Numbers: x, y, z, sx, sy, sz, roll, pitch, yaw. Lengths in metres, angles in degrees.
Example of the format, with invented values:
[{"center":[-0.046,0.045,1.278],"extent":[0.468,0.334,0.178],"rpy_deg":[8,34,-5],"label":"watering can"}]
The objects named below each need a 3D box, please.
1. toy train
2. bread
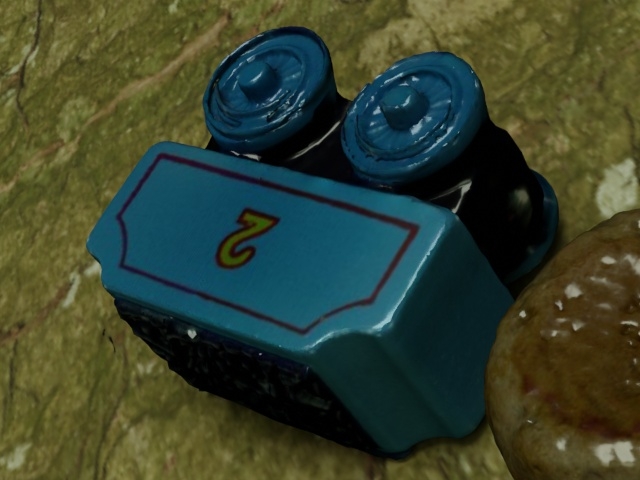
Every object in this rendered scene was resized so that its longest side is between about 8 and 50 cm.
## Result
[{"center":[0.000,0.000,1.067],"extent":[0.300,0.188,0.265],"rpy_deg":[15,66,40],"label":"toy train"},{"center":[0.215,0.083,0.887],"extent":[0.230,0.123,0.230],"rpy_deg":[-16,41,15],"label":"bread"}]
